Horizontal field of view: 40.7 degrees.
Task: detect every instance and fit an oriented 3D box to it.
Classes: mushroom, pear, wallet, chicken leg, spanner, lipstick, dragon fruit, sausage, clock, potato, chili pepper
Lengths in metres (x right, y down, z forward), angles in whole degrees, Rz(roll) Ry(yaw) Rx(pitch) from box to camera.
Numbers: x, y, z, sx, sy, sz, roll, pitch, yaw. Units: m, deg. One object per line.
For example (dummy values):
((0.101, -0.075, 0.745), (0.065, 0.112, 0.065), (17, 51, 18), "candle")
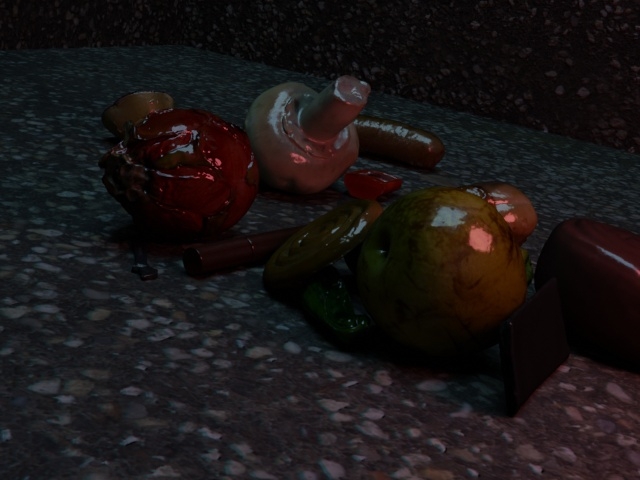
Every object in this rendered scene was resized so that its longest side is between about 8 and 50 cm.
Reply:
((-0.022, -0.285, 2.124), (0.315, 0.336, 0.314), (19, 51, -26), "mushroom")
((0.199, 0.051, 1.390), (0.284, 0.283, 0.283), (8, 19, -3), "pear")
((0.335, 0.158, 1.346), (0.030, 0.146, 0.285), (-1, 11, 31), "wallet")
((0.248, -0.029, 1.886), (0.410, 0.181, 0.295), (-11, 14, -11), "chicken leg")
((-0.330, 0.030, 1.598), (0.046, 0.012, 0.208), (4, 19, -16), "spanner")
((-0.116, 0.013, 1.681), (0.057, 0.057, 0.357), (24, 23, 36), "lipstick")
((-0.266, -0.132, 1.709), (0.278, 0.277, 0.342), (15, 18, 17), "dragon fruit")
((0.145, -0.325, 2.698), (0.501, 0.123, 0.136), (14, 48, 14), "sausage")
((0.139, -0.147, 2.269), (0.113, 0.061, 0.155), (17, 17, 21), "clock")
((-0.487, -0.314, 2.366), (0.202, 0.182, 0.117), (-8, 68, -26), "potato")
((0.021, 0.105, 1.462), (0.100, 0.074, 0.257), (-5, 27, -14), "chili pepper")

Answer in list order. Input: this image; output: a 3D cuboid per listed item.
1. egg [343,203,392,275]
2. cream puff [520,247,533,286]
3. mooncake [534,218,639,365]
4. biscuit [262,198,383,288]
((0.143, 0.018, 1.615), (0.228, 0.177, 0.177), (-1, 9, 37), "egg")
((0.341, 0.078, 1.634), (0.146, 0.146, 0.116), (1, 59, -22), "cream puff")
((0.568, 0.088, 1.554), (0.334, 0.174, 0.326), (9, 24, -21), "mooncake")
((0.000, -0.001, 1.567), (0.262, 0.037, 0.262), (-31, 14, 9), "biscuit")
